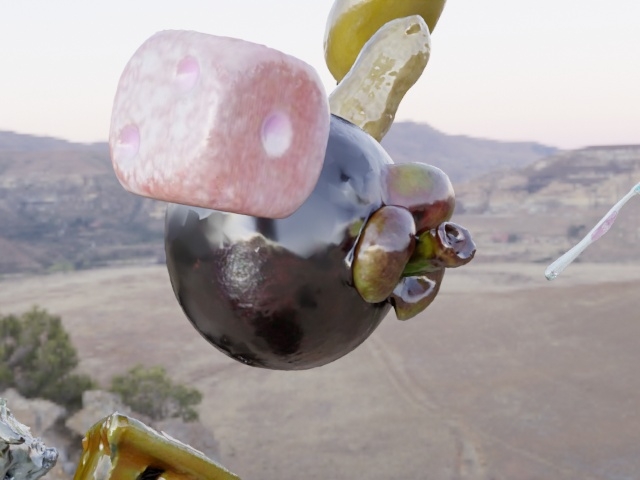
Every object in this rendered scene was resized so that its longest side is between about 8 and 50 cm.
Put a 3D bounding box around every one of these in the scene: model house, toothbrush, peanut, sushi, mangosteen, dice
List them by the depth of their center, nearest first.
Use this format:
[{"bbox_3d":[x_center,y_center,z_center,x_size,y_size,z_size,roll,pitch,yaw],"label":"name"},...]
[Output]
[{"bbox_3d":[-0.056,-0.064,0.518,0.091,0.094,0.093,10,0,42],"label":"dice"},{"bbox_3d":[0.000,0.000,0.767,0.265,0.228,0.228,6,7,27],"label":"mangosteen"},{"bbox_3d":[-0.189,0.330,0.966,0.268,0.239,0.173,37,-27,-32],"label":"model house"},{"bbox_3d":[-0.441,0.264,1.172,0.139,0.184,0.274,-46,4,-13],"label":"sushi"},{"bbox_3d":[0.068,-0.196,1.173,0.099,0.214,0.099,29,-3,2],"label":"peanut"},{"bbox_3d":[0.367,-0.016,1.218,0.204,0.017,0.022,-40,22,-13],"label":"toothbrush"}]

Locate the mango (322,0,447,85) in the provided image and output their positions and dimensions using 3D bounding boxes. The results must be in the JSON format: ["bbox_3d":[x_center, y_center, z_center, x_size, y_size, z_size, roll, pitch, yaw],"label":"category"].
[{"bbox_3d":[0.109,-0.372,1.406,0.142,0.332,0.195,38,35,19],"label":"mango"}]
